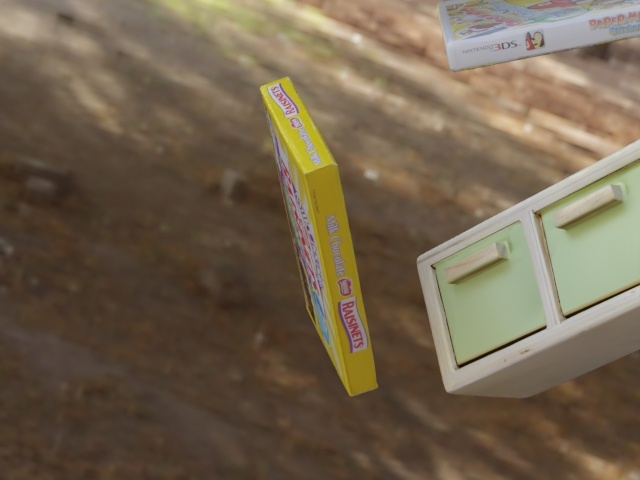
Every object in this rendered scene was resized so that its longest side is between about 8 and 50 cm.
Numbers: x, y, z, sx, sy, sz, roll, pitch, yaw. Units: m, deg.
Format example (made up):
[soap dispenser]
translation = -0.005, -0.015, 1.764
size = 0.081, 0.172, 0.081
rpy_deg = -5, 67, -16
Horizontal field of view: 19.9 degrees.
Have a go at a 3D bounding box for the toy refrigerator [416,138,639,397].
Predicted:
[toy refrigerator]
translation = 0.189, 0.011, 1.176
size = 0.094, 0.102, 0.269
rpy_deg = 7, -26, -42

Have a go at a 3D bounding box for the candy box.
[candy box]
translation = 0.000, 0.000, 1.236
size = 0.027, 0.206, 0.105
rpy_deg = -20, 41, -9

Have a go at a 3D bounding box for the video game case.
[video game case]
translation = 0.193, -0.174, 1.370
size = 0.206, 0.026, 0.227
rpy_deg = -11, 14, 5
